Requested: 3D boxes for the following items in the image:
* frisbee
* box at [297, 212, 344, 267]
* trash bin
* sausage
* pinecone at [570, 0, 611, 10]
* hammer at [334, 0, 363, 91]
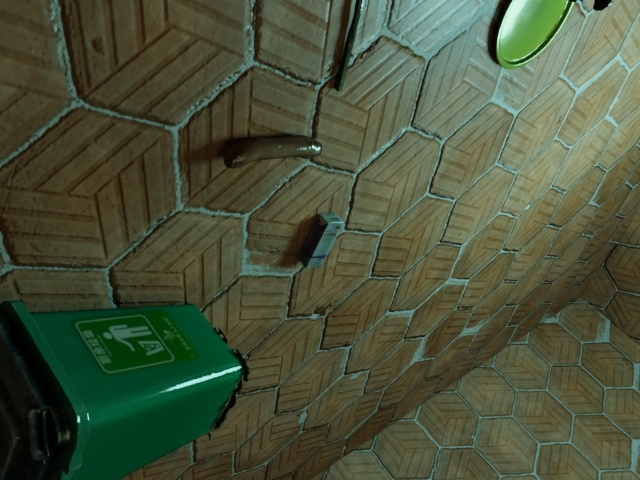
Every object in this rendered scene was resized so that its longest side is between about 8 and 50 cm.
[{"bbox_3d":[0.429,-0.450,1.180,0.236,0.017,0.236,-29,145,-22],"label":"frisbee"},{"bbox_3d":[0.000,0.000,1.207,0.050,0.036,0.117,-3,129,-47],"label":"box"},{"bbox_3d":[-0.334,0.254,0.927,0.381,0.259,0.295,-4,131,-50],"label":"trash bin"},{"bbox_3d":[-0.074,-0.144,0.950,0.186,0.043,0.043,-14,137,-41],"label":"sausage"},{"bbox_3d":[0.448,-0.482,0.960,0.202,0.229,0.201,-43,141,9],"label":"pinecone"},{"bbox_3d":[0.056,-0.348,0.874,0.058,0.029,0.292,-19,142,-32],"label":"hammer"}]
